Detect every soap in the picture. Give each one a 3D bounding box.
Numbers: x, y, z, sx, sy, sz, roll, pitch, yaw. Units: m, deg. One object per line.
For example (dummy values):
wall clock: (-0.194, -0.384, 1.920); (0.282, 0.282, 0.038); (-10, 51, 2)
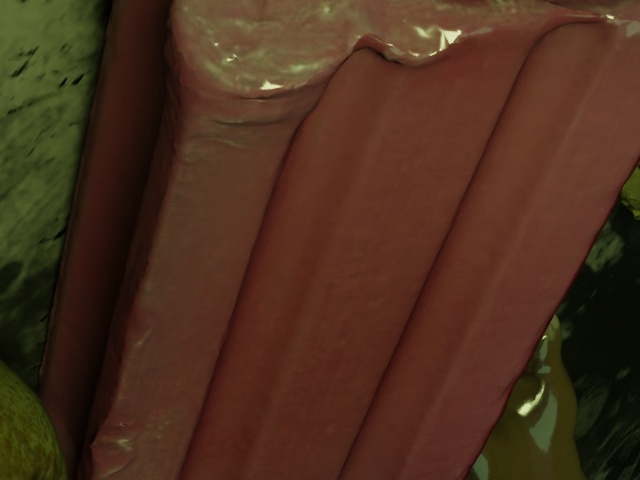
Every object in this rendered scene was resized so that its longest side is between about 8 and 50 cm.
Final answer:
soap: (0.000, 0.000, 0.714); (0.233, 0.128, 0.359); (-3, 137, -24)

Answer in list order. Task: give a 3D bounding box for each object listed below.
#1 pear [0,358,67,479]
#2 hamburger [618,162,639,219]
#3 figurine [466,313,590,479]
pear: (-0.196, 0.123, 0.684); (0.167, 0.137, 0.167); (-47, 156, -29)
hamburger: (0.324, -0.129, 1.068); (0.265, 0.134, 0.284); (3, 115, -50)
figurine: (0.109, 0.187, 1.129); (0.177, 0.173, 0.247); (-36, 116, -27)
